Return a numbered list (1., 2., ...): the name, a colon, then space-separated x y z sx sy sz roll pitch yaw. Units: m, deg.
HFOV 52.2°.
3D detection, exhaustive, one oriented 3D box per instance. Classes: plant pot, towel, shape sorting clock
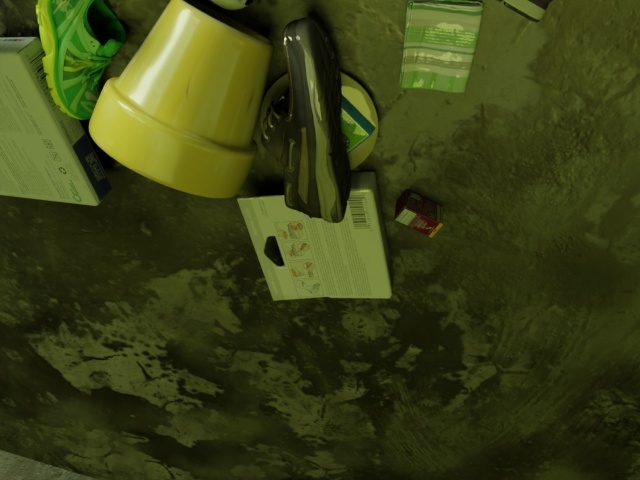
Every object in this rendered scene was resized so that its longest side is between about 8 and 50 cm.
1. plant pot: -0.192 -0.229 1.008 0.254 0.254 0.239 25 107 -12
2. towel: 0.184 -0.298 1.014 0.113 0.023 0.152 8 135 6
3. shape sorting clock: -0.002 -0.203 1.134 0.206 0.040 0.206 8 130 9

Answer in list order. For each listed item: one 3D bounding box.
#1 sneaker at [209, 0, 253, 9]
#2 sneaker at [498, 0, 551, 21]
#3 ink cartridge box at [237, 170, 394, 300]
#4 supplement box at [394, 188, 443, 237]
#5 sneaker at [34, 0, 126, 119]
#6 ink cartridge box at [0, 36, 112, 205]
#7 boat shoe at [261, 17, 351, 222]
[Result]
1. sneaker: -0.266 -0.439 0.927 0.236 0.130 0.323 -2 151 40
2. sneaker: 0.214 -0.401 0.842 0.283 0.107 0.124 14 127 -30
3. ink cartridge box: 0.000 0.000 1.315 0.261 0.066 0.296 -2 133 14
4. supplement box: 0.186 -0.051 1.233 0.083 0.055 0.043 25 134 -11
5. sneaker: -0.380 -0.307 1.064 0.124 0.109 0.295 5 144 -8
6. ink cartridge box: -0.594 -0.218 1.221 0.330 0.071 0.324 8 136 21
7. boat shoe: -0.034 -0.174 1.053 0.130 0.132 0.355 2 127 13
